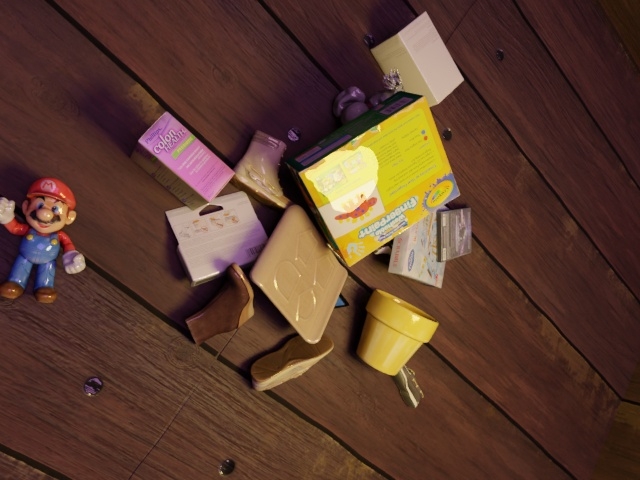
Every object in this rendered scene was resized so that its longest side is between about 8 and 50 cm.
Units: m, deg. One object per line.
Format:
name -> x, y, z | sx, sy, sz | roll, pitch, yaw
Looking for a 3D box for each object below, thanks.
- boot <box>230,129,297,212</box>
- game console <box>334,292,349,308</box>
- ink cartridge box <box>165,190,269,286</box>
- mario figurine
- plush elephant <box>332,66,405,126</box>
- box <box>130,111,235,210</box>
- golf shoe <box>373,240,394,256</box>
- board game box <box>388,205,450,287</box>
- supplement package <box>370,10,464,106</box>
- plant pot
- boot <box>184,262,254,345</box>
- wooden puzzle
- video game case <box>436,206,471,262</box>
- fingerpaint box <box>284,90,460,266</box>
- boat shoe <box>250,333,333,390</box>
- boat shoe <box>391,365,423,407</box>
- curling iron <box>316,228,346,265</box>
boot -> -0.149, -0.217, 1.624 | 0.262, 0.095, 0.203 | 32, 72, -23
game console -> 0.031, 0.181, 1.726 | 0.122, 0.071, 0.107 | -4, 92, -29
ink cartridge box -> -0.316, -0.012, 1.548 | 0.275, 0.060, 0.238 | -19, 73, -28
mario figurine -> -0.718, -0.004, 1.257 | 0.198, 0.170, 0.320 | 10, 92, -63
plush elephant -> 0.190, -0.420, 1.739 | 0.330, 0.256, 0.271 | 57, 17, -51
box -> -0.397, -0.215, 1.410 | 0.243, 0.214, 0.117 | 41, 71, -18
golf shoe -> 0.283, 0.040, 1.864 | 0.198, 0.077, 0.093 | -12, 95, -27
board game box -> 0.386, -0.002, 1.864 | 0.318, 0.066, 0.318 | 22, 77, -49
supplement package -> 0.363, -0.658, 1.859 | 0.177, 0.175, 0.292 | -44, 109, -24
plant pot -> 0.253, 0.334, 1.763 | 0.254, 0.254, 0.238 | 25, 94, -26
boot -> -0.307, 0.197, 1.483 | 0.207, 0.090, 0.248 | -26, 135, -23
wooden puzzle -> -0.070, 0.110, 1.600 | 0.347, 0.081, 0.322 | 52, 47, -32
video game case -> 0.535, -0.029, 1.969 | 0.274, 0.026, 0.195 | -11, 101, -50
fingerpaint box -> 0.172, -0.197, 1.575 | 0.445, 0.163, 0.371 | -33, 119, -6
boat shoe -> -0.093, 0.404, 1.648 | 0.303, 0.109, 0.098 | -23, 140, -27
boat shoe -> 0.327, 0.530, 1.883 | 0.069, 0.081, 0.227 | -35, 113, -28
curling iron -> 0.000, 0.000, 1.727 | 0.274, 0.035, 0.068 | 45, 33, -25
